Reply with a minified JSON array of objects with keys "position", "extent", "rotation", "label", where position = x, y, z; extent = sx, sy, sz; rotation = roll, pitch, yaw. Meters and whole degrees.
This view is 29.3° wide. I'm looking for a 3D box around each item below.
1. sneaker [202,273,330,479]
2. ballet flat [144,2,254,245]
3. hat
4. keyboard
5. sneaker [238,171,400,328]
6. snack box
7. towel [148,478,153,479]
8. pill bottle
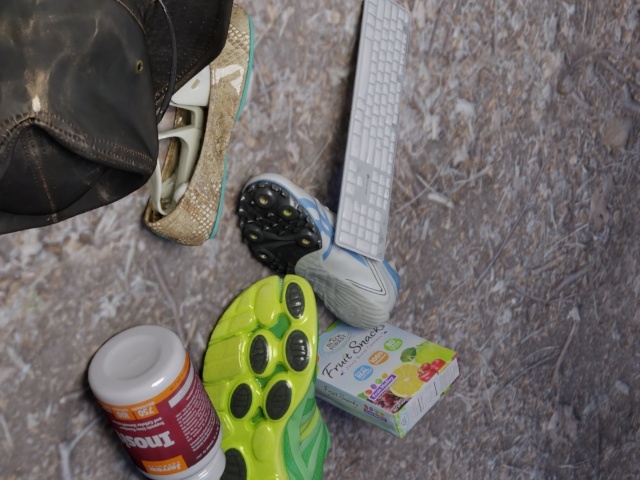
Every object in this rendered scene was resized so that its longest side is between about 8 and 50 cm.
[{"position":[-0.050,0.172,1.179],"extent":[0.123,0.109,0.296],"rotation":[-39,134,-73],"label":"sneaker"},{"position":[-0.105,-0.096,1.009],"extent":[0.067,0.073,0.206],"rotation":[4,100,-35],"label":"ballet flat"},{"position":[-0.181,-0.081,0.727],"extent":[0.331,0.331,0.134],"rotation":[11,55,-50],"label":"hat"},{"position":[0.051,-0.111,1.160],"extent":[0.072,0.014,0.256],"rotation":[25,68,-53],"label":"keyboard"},{"position":[0.000,0.000,1.170],"extent":[0.237,0.085,0.086],"rotation":[46,45,-44],"label":"sneaker"},{"position":[0.054,0.130,1.227],"extent":[0.100,0.141,0.037],"rotation":[-40,133,-31],"label":"snack box"},{"position":[-0.126,0.256,1.163],"extent":[0.067,0.029,0.119],"rotation":[-33,129,-35],"label":"towel"},{"position":[-0.136,0.153,1.062],"extent":[0.086,0.086,0.152],"rotation":[-45,134,-27],"label":"pill bottle"}]
